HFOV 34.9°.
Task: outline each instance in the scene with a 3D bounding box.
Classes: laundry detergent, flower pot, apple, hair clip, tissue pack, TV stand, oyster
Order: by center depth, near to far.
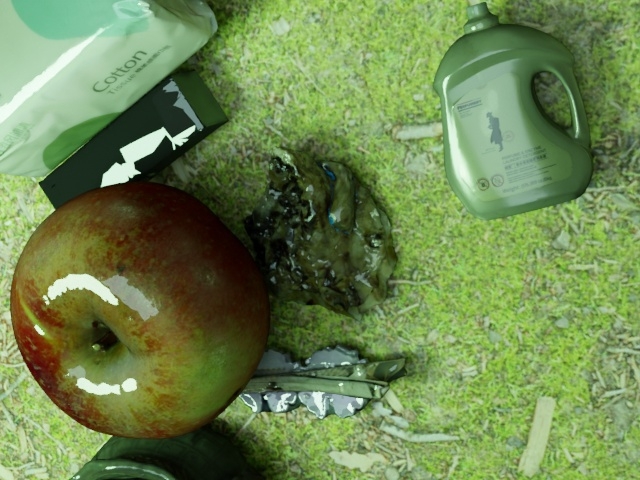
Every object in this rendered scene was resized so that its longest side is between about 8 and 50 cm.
[{"bbox_3d":[0.224,-0.162,1.230,0.181,0.091,0.253,-13,99,20],"label":"laundry detergent"},{"bbox_3d":[-0.346,-0.283,1.323,0.356,0.194,0.266,-34,73,23],"label":"tissue pack"},{"bbox_3d":[-0.232,0.090,1.337,0.348,0.277,0.348,9,117,18],"label":"apple"},{"bbox_3d":[0.000,0.000,1.360,0.223,0.083,0.214,24,113,6],"label":"oyster"},{"bbox_3d":[-0.018,0.199,1.418,0.292,0.084,0.106,-5,107,26],"label":"hair clip"},{"bbox_3d":[-0.263,-0.123,1.419,0.269,0.083,0.088,-34,92,24],"label":"TV stand"},{"bbox_3d":[-0.216,0.409,1.464,0.301,0.213,0.302,5,104,19],"label":"flower pot"}]
